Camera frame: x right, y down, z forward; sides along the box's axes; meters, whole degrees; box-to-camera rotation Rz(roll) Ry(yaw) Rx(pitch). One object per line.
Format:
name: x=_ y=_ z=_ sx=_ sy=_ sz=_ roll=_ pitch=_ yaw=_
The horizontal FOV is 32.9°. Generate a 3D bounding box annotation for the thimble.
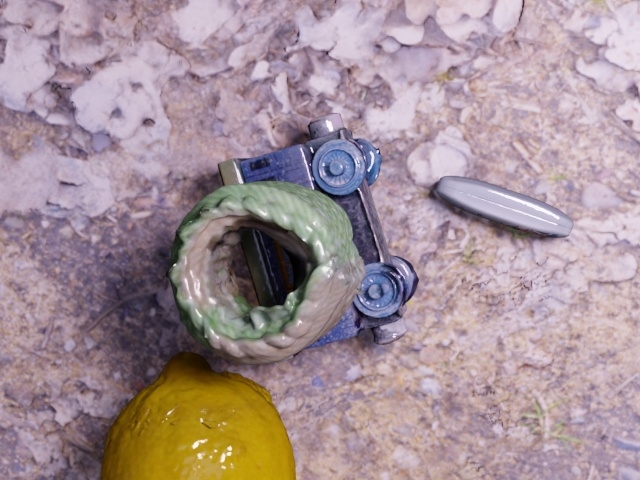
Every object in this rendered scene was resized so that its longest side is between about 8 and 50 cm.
thimble: x=-0.061 y=0.035 z=1.256 sx=0.219 sy=0.150 sz=0.219 roll=2 pitch=96 yaw=15

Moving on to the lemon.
lemon: x=-0.151 y=0.298 z=1.354 sx=0.245 sy=0.245 sz=0.319 roll=-3 pitch=89 yaw=5

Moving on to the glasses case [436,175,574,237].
glasses case: x=0.234 y=-0.043 z=1.381 sx=0.179 sy=0.067 sz=0.045 roll=19 pitch=93 yaw=4

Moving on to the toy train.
toy train: x=0.000 y=0.000 z=1.382 sx=0.202 sy=0.131 sz=0.299 roll=-16 pitch=92 yaw=13
